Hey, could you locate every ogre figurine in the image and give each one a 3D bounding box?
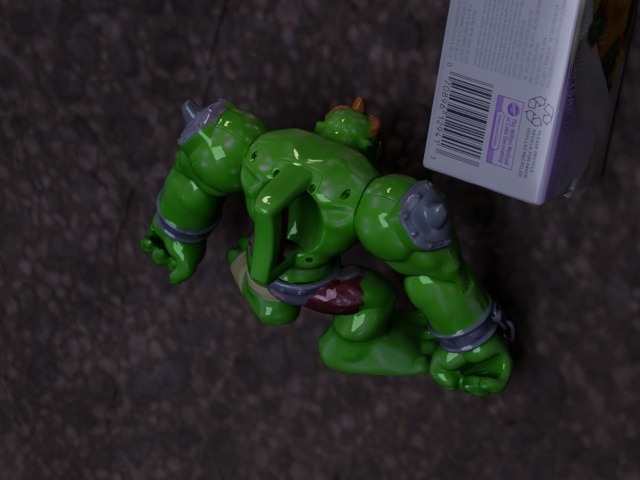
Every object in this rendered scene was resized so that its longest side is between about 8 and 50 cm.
[{"bbox_3d":[0.000,0.000,0.781,0.197,0.097,0.118,41,151,32],"label":"ogre figurine"}]

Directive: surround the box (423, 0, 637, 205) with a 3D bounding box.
[{"bbox_3d":[0.108,-0.176,0.684,0.067,0.063,0.324,20,114,29],"label":"box"}]
